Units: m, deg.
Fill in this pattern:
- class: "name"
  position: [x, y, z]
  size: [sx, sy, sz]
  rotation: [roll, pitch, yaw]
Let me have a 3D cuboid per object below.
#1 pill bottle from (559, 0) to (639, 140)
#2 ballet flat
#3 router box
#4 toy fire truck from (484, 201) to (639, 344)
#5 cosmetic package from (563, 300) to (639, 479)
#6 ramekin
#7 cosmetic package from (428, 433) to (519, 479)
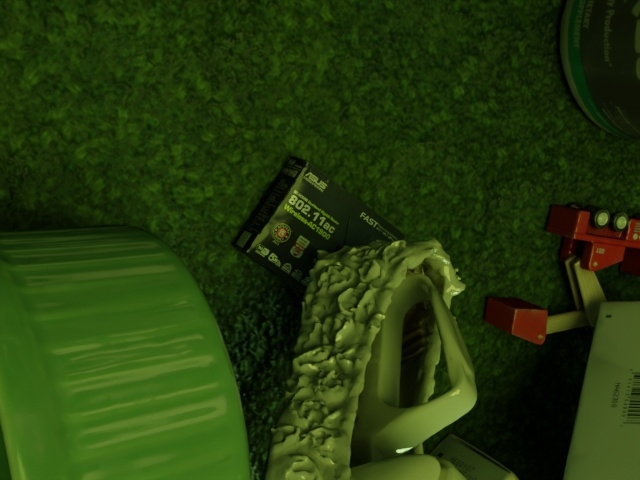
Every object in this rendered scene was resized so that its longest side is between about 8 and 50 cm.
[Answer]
- class: "pill bottle"
  position: [0.383, -0.166, 0.869]
  size: [0.204, 0.361, 0.204]
  rotation: [-5, 102, -25]
- class: "ballet flat"
  position: [0.039, 0.137, 0.719]
  size: [0.147, 0.408, 0.147]
  rotation: [3, 133, 4]
- class: "router box"
  position: [0.000, 0.000, 0.900]
  size: [0.122, 0.038, 0.092]
  rotation: [35, 84, -27]
- class: "toy fire truck"
  position: [0.259, 0.034, 1.027]
  size: [0.192, 0.047, 0.135]
  rotation: [7, 97, -28]
- class: "cosmetic package"
  position: [0.332, 0.209, 0.971]
  size: [0.224, 0.138, 0.224]
  rotation: [61, 39, -38]
- class: "ramekin"
  position: [-0.170, 0.131, 0.707]
  size: [0.148, 0.303, 0.303]
  rotation: [-9, 104, -31]
- class: "cosmetic package"
  position: [0.178, 0.353, 1.017]
  size: [0.160, 0.113, 0.309]
  rotation: [-45, 114, -12]
